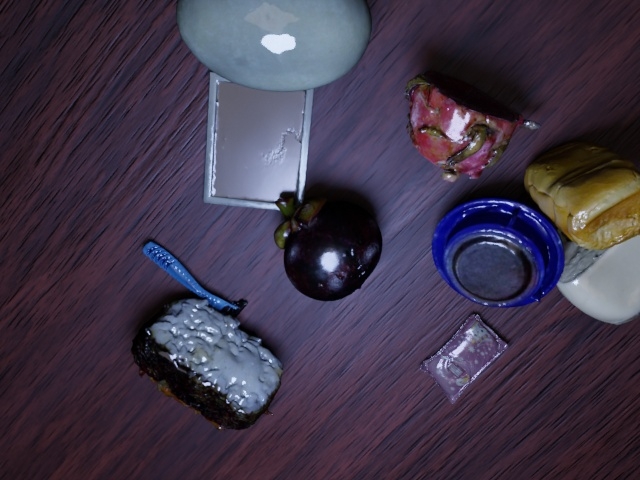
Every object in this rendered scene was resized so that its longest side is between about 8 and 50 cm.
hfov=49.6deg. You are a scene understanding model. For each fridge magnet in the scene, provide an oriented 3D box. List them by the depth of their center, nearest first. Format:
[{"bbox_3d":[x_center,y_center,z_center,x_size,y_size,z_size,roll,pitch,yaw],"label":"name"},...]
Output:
[{"bbox_3d":[0.355,0.033,1.405,0.265,0.113,0.265,12,126,18],"label":"fridge magnet"}]

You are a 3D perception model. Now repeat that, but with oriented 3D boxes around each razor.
[{"bbox_3d":[-0.279,0.089,1.504,0.253,0.042,0.082,41,104,-8],"label":"razor"}]

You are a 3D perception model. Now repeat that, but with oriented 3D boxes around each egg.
[{"bbox_3d":[-0.083,-0.399,1.253,0.352,0.258,0.259,10,105,-4],"label":"egg"}]

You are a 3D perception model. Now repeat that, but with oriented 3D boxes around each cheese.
[{"bbox_3d":[0.610,0.035,1.413,0.266,0.127,0.233,-44,96,10],"label":"cheese"}]

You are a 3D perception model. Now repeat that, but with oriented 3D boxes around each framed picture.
[{"bbox_3d":[-0.130,-0.200,1.432,0.216,0.016,0.273,7,105,1],"label":"framed picture"}]

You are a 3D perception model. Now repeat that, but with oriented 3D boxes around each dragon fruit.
[{"bbox_3d":[0.270,-0.209,1.322,0.282,0.211,0.147,17,119,-20],"label":"dragon fruit"}]

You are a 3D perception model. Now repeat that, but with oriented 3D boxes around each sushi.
[{"bbox_3d":[-0.228,0.269,1.481,0.343,0.196,0.182,37,143,-3],"label":"sushi"}]

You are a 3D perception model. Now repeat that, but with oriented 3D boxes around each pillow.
[{"bbox_3d":[0.314,0.258,1.527,0.118,0.043,0.185,43,99,-3],"label":"pillow"}]

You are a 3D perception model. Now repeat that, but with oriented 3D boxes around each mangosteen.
[{"bbox_3d":[0.000,0.000,1.396,0.250,0.211,0.211,39,104,12],"label":"mangosteen"}]

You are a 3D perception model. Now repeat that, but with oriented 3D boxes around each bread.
[{"bbox_3d":[0.493,-0.090,1.297,0.166,0.294,0.132,-22,108,7],"label":"bread"}]
